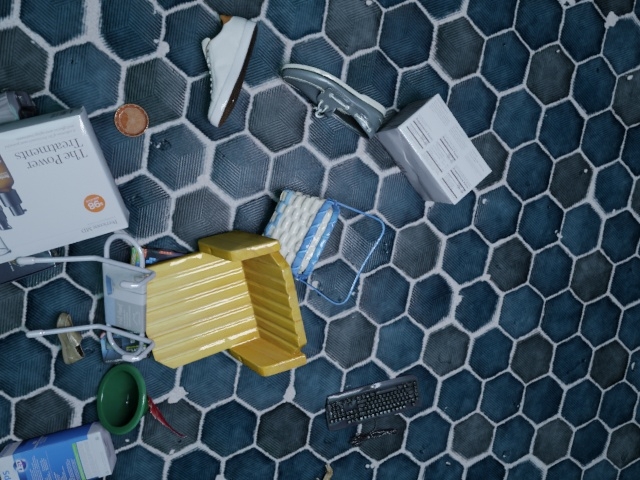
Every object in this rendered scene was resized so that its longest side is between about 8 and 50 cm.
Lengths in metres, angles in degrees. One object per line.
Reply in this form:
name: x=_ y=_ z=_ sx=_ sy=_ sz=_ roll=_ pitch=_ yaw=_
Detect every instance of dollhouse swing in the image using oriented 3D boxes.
dollhouse swing: x=-0.263 y=0.189 z=1.175 sx=0.304 sy=0.315 sz=0.347 roll=-21 pitch=110 yaw=-34

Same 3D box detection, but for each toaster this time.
toaster: x=-0.739 y=-0.237 z=1.098 sx=0.146 sy=0.129 sz=0.227 roll=-20 pitch=109 yaw=-6

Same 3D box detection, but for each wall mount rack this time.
wall mount rack: x=-0.555 y=0.151 z=1.122 sx=0.303 sy=0.130 sz=0.350 roll=12 pitch=111 yaw=10

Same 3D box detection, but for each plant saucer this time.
plant saucer: x=-0.493 y=-0.314 z=1.201 sx=0.083 sy=0.013 sz=0.084 roll=-2 pitch=99 yaw=-13

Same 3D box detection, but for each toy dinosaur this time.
toy dinosaur: x=0.009 y=0.809 z=1.458 sx=0.092 sy=0.053 sz=0.183 roll=-2 pitch=98 yaw=-14

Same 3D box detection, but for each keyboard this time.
keyboard: x=0.176 y=0.556 z=1.472 sx=0.316 sy=0.033 sz=0.202 roll=-11 pitch=101 yaw=-10

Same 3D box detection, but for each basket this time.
basket: x=0.000 y=0.000 z=1.246 sx=0.288 sy=0.201 sz=0.255 roll=30 pitch=91 yaw=16

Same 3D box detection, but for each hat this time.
hat: x=-0.500 y=0.455 z=1.303 sx=0.172 sy=0.183 sz=0.209 roll=-7 pitch=74 yaw=23

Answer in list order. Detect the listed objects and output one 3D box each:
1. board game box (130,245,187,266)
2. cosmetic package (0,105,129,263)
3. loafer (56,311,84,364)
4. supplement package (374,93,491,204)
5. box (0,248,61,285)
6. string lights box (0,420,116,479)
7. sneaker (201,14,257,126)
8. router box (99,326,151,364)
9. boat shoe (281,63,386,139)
board game box: x=-0.447 y=0.107 z=1.254 sx=0.140 sy=0.048 sz=0.171 roll=7 pitch=96 yaw=-13
cosmetic package: x=-0.676 y=-0.114 z=1.044 sx=0.376 sy=0.097 sz=0.285 roll=-18 pitch=124 yaw=-11
loafer: x=-0.664 y=0.258 z=1.225 sx=0.050 sy=0.056 sz=0.148 roll=-5 pitch=109 yaw=-13
supplement package: x=0.309 y=-0.251 z=1.295 sx=0.145 sy=0.204 sz=0.262 roll=-41 pitch=104 yaw=-4
box: x=-0.793 y=-0.013 z=1.151 sx=0.183 sy=0.059 sz=0.233 roll=-19 pitch=102 yaw=-11
string lights box: x=-0.712 y=0.596 z=1.249 sx=0.259 sy=0.077 sz=0.134 roll=-11 pitch=100 yaw=-11
sneaker: x=-0.263 y=-0.444 z=1.199 sx=0.123 sy=0.106 sz=0.290 roll=17 pitch=86 yaw=-5
router box: x=-0.536 y=0.285 z=1.264 sx=0.122 sy=0.038 sz=0.092 roll=-5 pitch=100 yaw=-12
boat shoe: x=0.031 y=-0.379 z=1.260 sx=0.319 sy=0.116 sz=0.099 roll=21 pitch=89 yaw=-20
